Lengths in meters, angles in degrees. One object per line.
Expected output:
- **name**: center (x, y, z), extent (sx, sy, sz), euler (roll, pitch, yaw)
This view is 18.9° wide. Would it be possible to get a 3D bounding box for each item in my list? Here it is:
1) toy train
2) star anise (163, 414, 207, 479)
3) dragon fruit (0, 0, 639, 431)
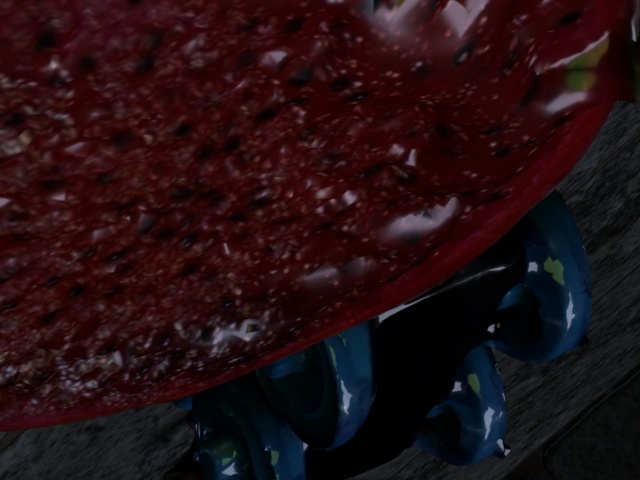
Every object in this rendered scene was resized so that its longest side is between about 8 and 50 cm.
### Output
- **toy train**: center (0.000, 0.000, 1.053), extent (0.188, 0.265, 0.300), euler (-19, 157, -23)
- **star anise**: center (-0.013, 0.125, 1.618), extent (0.288, 0.088, 0.288), euler (-35, 160, -15)
- **dragon fruit**: center (-0.080, -0.096, 0.721), extent (0.371, 0.249, 0.386), euler (-18, 154, -11)
